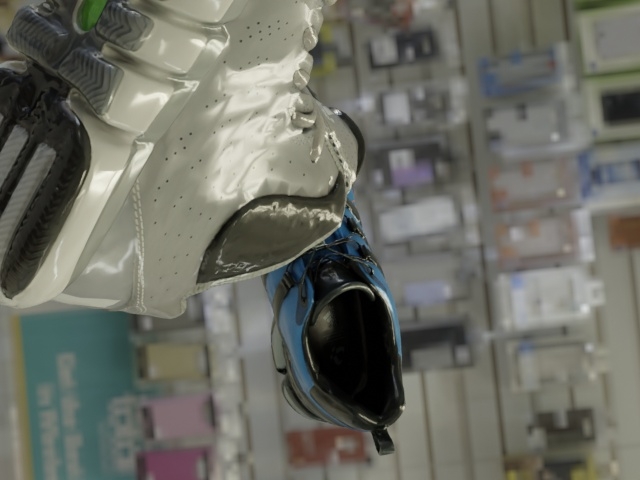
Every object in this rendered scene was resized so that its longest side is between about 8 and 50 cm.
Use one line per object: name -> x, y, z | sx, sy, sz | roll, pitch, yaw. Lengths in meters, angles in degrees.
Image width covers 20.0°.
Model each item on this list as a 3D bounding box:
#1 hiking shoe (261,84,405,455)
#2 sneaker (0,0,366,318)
hiking shoe -> 0.000, 0.000, 1.330 | 0.132, 0.113, 0.304 | 20, -47, 68
sneaker -> -0.019, -0.073, 0.571 | 0.132, 0.228, 0.086 | 21, 16, -49
